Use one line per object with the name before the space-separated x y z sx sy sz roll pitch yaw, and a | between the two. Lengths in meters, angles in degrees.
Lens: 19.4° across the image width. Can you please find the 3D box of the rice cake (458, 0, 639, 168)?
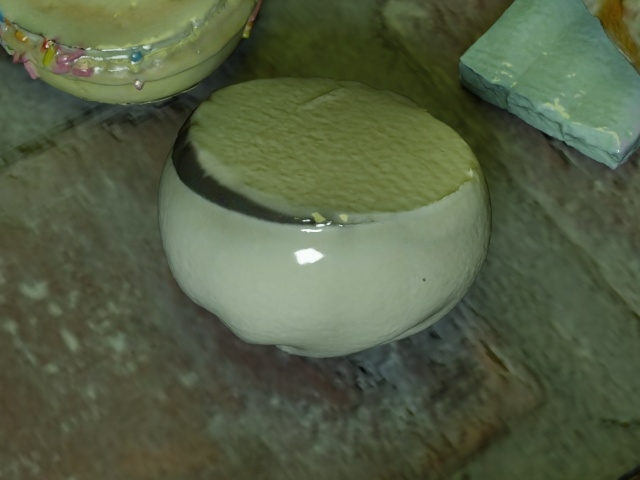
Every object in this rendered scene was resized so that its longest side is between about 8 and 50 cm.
rice cake | 0.195 -0.144 1.111 0.127 0.043 0.237 31 62 20

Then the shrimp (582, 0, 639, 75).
shrimp | 0.291 -0.130 1.013 0.233 0.071 0.365 -42 80 3

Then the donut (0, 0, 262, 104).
donut | -0.116 -0.149 1.110 0.175 0.068 0.174 -1 53 2

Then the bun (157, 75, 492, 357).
bun | 0.000 0.000 0.970 0.173 0.120 0.173 5 29 -3
